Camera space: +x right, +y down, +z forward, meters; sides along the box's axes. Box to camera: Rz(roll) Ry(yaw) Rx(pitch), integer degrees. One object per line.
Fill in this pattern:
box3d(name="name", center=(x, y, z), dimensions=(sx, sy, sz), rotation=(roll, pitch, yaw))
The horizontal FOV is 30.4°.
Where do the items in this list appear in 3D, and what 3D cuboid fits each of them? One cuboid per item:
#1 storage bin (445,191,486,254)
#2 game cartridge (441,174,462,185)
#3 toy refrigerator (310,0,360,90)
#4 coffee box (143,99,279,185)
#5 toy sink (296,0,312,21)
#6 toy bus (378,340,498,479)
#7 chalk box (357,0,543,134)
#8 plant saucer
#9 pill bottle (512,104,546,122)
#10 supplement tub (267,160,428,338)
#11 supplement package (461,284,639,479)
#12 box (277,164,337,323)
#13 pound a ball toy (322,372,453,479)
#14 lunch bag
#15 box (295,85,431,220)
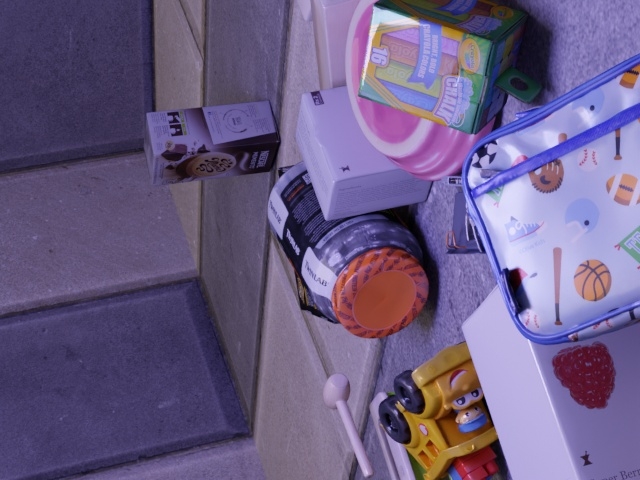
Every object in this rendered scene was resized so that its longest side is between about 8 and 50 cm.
box3d(name="storage bin", center=(0.225, -0.025, 1.640), dimensions=(0.135, 0.098, 0.091), rotation=(175, 95, -74))
box3d(name="game cartridge", center=(0.218, -0.084, 1.655), dimensions=(0.083, 0.056, 0.017), rotation=(8, 96, 51))
box3d(name="toy refrigerator", center=(0.048, -0.326, 1.934), dimensions=(0.269, 0.102, 0.094), rotation=(82, 169, -55))
box3d(name="coffee box", center=(-0.262, -0.231, 2.804), dimensions=(0.168, 0.297, 0.118), rotation=(112, 147, -64))
box3d(name="toy sink", center=(0.008, -0.515, 1.979), dimensions=(0.153, 0.131, 0.234), rotation=(119, 133, -66))
box3d(name="toy bus", center=(0.211, 0.289, 1.824), dimensions=(0.211, 0.150, 0.220), rotation=(57, 154, 23))
box3d(name="chalk box", center=(0.176, -0.227, 1.485), dimensions=(0.213, 0.132, 0.132), rotation=(20, 123, 18))
box3d(name="plant saucer", center=(0.131, -0.248, 1.705), dimensions=(0.332, 0.084, 0.332), rotation=(29, 124, 56))
box3d(name="pill bottle", center=(0.291, -0.066, 1.312), dimensions=(0.216, 0.121, 0.121), rotation=(-123, 27, -52))
box3d(name="supplement tub", center=(0.049, 0.009, 2.051), dimensions=(0.338, 0.207, 0.207), rotation=(-122, 26, -53))
box3d(name="supplement package", center=(0.304, 0.184, 1.331), dimensions=(0.175, 0.178, 0.292), rotation=(114, 141, -65))
box3d(name="box", center=(0.000, 0.000, 2.455), dimensions=(0.257, 0.079, 0.321), rotation=(-168, 68, -75))
box3d(name="pound a ball toy", center=(0.138, 0.370, 1.981), dimensions=(0.135, 0.208, 0.319), rotation=(110, 145, -61))
box3d(name="lunch bag", center=(0.281, -0.043, 1.128), dimensions=(0.303, 0.115, 0.243), rotation=(-26, 75, 34))
box3d(name="box", center=(0.072, -0.150, 1.909), dimensions=(0.119, 0.182, 0.180), rotation=(102, 153, -58))
